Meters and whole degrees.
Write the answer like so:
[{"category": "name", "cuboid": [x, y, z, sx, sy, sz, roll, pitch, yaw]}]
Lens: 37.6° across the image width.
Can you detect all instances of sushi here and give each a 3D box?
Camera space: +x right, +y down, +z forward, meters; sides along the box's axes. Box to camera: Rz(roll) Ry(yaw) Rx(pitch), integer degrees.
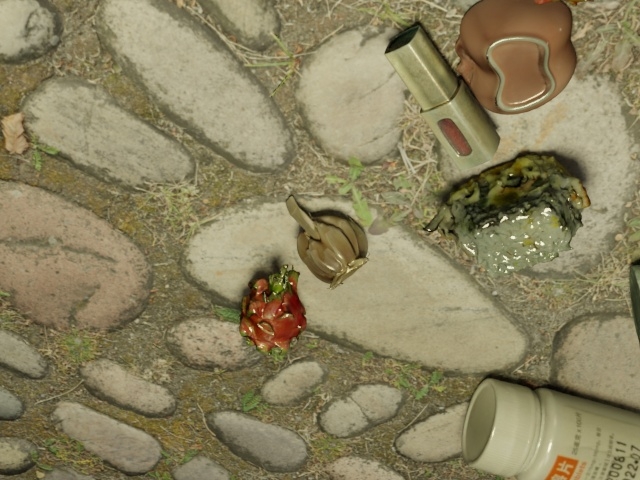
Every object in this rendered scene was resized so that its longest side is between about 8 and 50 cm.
[{"category": "sushi", "cuboid": [0.332, -0.042, 1.650, 0.274, 0.184, 0.139, -23, 122, 22]}]

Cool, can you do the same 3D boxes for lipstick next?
[{"category": "lipstick", "cuboid": [0.205, -0.238, 1.572, 0.079, 0.077, 0.253, -15, 123, 40]}]

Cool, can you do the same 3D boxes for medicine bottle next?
[{"category": "medicine bottle", "cuboid": [0.505, 0.429, 1.987, 0.371, 0.211, 0.211, 15, 128, -7]}]

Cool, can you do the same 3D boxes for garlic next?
[{"category": "garlic", "cuboid": [0.000, 0.000, 1.771, 0.194, 0.127, 0.131, 41, 104, 6]}]

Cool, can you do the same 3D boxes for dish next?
[{"category": "dish", "cuboid": [0.318, -0.288, 1.520, 0.213, 0.090, 0.213, 2, 128, 3]}]

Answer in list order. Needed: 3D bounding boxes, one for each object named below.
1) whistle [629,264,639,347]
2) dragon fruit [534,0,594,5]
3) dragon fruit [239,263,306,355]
[{"category": "whistle", "cuboid": [0.695, 0.184, 1.792, 0.168, 0.188, 0.405, -9, 127, 12]}, {"category": "dragon fruit", "cuboid": [0.335, -0.459, 1.307, 0.315, 0.250, 0.250, 33, 126, 3]}, {"category": "dragon fruit", "cuboid": [-0.089, 0.123, 1.849, 0.135, 0.137, 0.236, 7, 126, -4]}]
